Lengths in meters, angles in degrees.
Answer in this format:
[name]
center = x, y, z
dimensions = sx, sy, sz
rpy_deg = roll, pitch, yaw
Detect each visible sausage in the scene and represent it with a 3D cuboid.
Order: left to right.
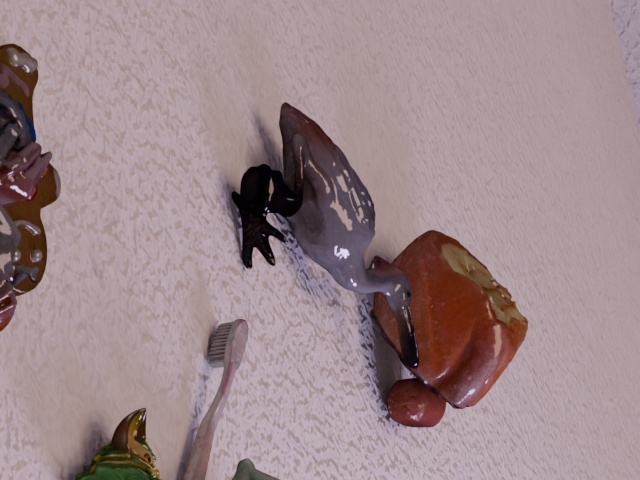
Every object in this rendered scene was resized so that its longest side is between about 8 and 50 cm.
[sausage]
center = 0.111, 0.188, 2.064
dimensions = 0.094, 0.059, 0.054
rpy_deg = 17, 67, -63

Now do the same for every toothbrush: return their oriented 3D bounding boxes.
[toothbrush]
center = -0.109, 0.188, 1.590
dimensions = 0.307, 0.029, 0.025
rpy_deg = -76, 147, -42

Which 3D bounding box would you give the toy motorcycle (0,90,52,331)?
[toy motorcycle]
center = -0.246, -0.013, 1.276
dimensions = 0.118, 0.084, 0.212
rpy_deg = 56, 33, -29

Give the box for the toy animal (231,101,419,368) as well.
[toy animal]
center = 0.010, -0.013, 1.886
dimensions = 0.324, 0.090, 0.195
rpy_deg = 38, 51, -45

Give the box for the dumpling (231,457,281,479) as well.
[dumpling]
center = -0.049, 0.296, 1.553
dimensions = 0.105, 0.149, 0.217
rpy_deg = -6, 85, -25

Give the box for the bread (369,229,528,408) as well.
[bread]
center = 0.155, 0.089, 2.100
dimensions = 0.190, 0.123, 0.244
rpy_deg = 49, 10, 7

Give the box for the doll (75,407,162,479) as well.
[doll]
center = -0.166, 0.186, 1.430
dimensions = 0.113, 0.076, 0.078
rpy_deg = -119, -149, -60

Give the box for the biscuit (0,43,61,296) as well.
[biscuit]
center = -0.242, -0.058, 1.387
dimensions = 0.138, 0.031, 0.205
rpy_deg = 13, 69, -66
